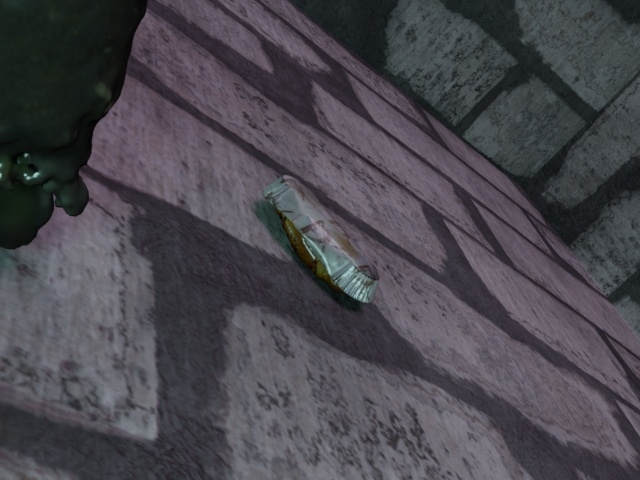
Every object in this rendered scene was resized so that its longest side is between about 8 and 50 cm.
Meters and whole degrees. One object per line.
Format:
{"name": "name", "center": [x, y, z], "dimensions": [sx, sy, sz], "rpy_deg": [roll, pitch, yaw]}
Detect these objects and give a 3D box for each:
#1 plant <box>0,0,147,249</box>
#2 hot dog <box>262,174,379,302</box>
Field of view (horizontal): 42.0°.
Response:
{"name": "plant", "center": [-0.219, -0.151, 0.553], "dimensions": [0.199, 0.276, 0.188], "rpy_deg": [21, 23, -29]}
{"name": "hot dog", "center": [0.000, 0.000, 1.002], "dimensions": [0.192, 0.053, 0.099], "rpy_deg": [50, 21, 11]}
